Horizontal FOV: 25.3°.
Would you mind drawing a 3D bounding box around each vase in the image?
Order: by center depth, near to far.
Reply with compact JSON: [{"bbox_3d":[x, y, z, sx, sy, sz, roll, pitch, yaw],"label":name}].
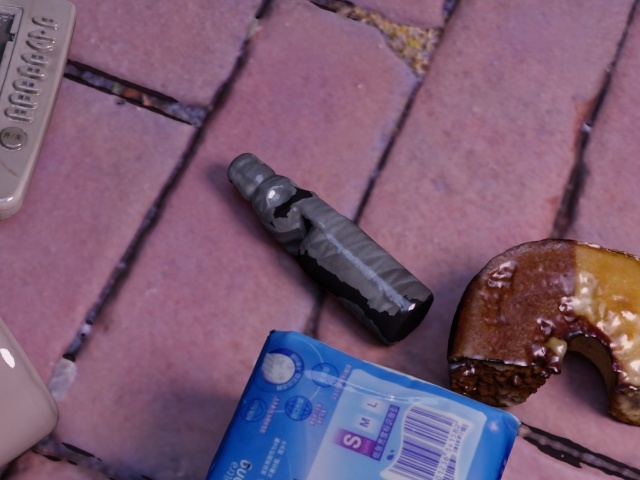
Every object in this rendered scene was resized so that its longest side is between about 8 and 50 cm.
[{"bbox_3d":[0.000,0.000,1.193,0.211,0.060,0.060,41,63,18],"label":"vase"}]

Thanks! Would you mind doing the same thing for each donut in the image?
[{"bbox_3d":[0.208,0.080,1.157,0.217,0.085,0.141,11,58,-2],"label":"donut"}]

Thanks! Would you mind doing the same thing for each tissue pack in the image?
[{"bbox_3d":[0.004,0.224,1.007,0.198,0.146,0.263,20,60,7],"label":"tissue pack"}]

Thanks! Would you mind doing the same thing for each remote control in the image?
[{"bbox_3d":[-0.275,-0.119,1.234,0.090,0.049,0.230,9,59,-1],"label":"remote control"}]

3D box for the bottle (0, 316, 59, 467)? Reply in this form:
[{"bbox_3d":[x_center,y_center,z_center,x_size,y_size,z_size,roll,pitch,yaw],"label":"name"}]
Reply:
[{"bbox_3d":[-0.322,0.138,1.025,0.236,0.147,0.147,-34,69,-16],"label":"bottle"}]
